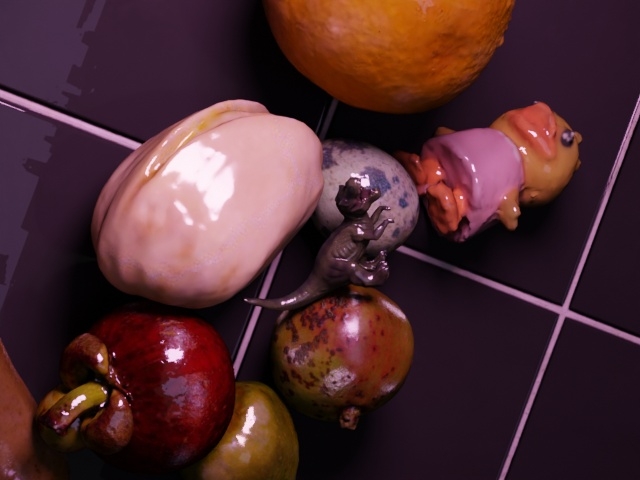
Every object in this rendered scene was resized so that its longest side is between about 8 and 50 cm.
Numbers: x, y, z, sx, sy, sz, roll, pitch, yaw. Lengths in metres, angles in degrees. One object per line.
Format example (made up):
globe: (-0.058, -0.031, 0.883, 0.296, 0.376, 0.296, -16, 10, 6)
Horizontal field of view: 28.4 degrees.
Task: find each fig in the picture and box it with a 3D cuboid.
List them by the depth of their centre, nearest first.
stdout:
fig: (-0.108, 0.289, 1.673, 0.167, 0.167, 0.233, -28, 149, -20)

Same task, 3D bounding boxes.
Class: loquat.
loquat: (0.088, -0.316, 1.559, 0.328, 0.328, 0.329, -5, 102, -26)

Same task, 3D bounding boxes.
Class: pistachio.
pistachio: (-0.138, -0.042, 1.542, 0.321, 0.229, 0.238, -36, 144, -34)

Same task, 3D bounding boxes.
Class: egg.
egg: (0.049, -0.060, 1.681, 0.182, 0.141, 0.141, 46, 78, -18)

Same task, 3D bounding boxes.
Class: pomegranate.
pomegranate: (0.039, 0.127, 1.691, 0.198, 0.198, 0.246, 52, 50, -25)

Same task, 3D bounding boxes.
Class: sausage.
sausage: (-0.432, 0.121, 1.479, 0.136, 0.123, 0.501, -28, 110, -22)

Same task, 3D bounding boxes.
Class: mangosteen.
mangosteen: (-0.228, 0.184, 1.510, 0.257, 0.215, 0.215, -15, 106, -41)

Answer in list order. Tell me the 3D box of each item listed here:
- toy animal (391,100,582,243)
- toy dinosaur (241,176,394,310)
toy animal: (0.254, -0.099, 1.771, 0.281, 0.195, 0.169, -28, 150, -16)
toy dinosaur: (0.000, 0.000, 1.592, 0.178, 0.087, 0.187, 7, 104, -4)
